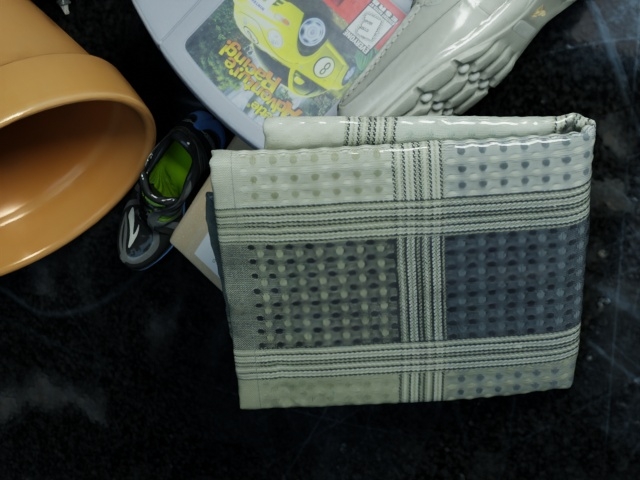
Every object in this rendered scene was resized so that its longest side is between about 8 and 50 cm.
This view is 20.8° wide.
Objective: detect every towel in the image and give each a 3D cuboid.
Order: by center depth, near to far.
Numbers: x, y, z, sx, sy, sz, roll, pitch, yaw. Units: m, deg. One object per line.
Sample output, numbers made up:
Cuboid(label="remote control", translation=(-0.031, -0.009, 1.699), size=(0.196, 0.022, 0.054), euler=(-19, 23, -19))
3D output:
Cuboid(label="towel", translation=(0.068, 0.021, 1.507), size=(0.324, 0.056, 0.312), euler=(-4, 132, 0))

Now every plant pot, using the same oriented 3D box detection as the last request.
Cuboid(label="plant pot", translation=(-0.332, -0.120, 1.691), size=(0.291, 0.291, 0.203), euler=(-46, 66, 33))

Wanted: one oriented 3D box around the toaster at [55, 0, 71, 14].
Cuboid(label="toaster", translation=(-0.270, -0.335, 1.660), size=(0.168, 0.110, 0.186), euler=(21, 116, 23))

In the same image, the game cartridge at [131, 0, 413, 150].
Cuboid(label="game cartridge", translation=(-0.021, -0.176, 1.554), size=(0.294, 0.060, 0.196), euler=(42, 93, 10))

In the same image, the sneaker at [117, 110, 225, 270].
Cuboid(label="sneaker", translation=(-0.160, -0.048, 1.718), size=(0.067, 0.078, 0.188), euler=(39, 122, 12))

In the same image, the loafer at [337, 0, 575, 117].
Cuboid(label="loafer", translation=(0.130, -0.204, 1.454), size=(0.319, 0.112, 0.111), euler=(-42, 65, 10))

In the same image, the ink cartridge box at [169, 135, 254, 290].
Cuboid(label="ink cartridge box", translation=(0.000, 0.000, 1.639), size=(0.234, 0.088, 0.193), euler=(42, 123, 11))
